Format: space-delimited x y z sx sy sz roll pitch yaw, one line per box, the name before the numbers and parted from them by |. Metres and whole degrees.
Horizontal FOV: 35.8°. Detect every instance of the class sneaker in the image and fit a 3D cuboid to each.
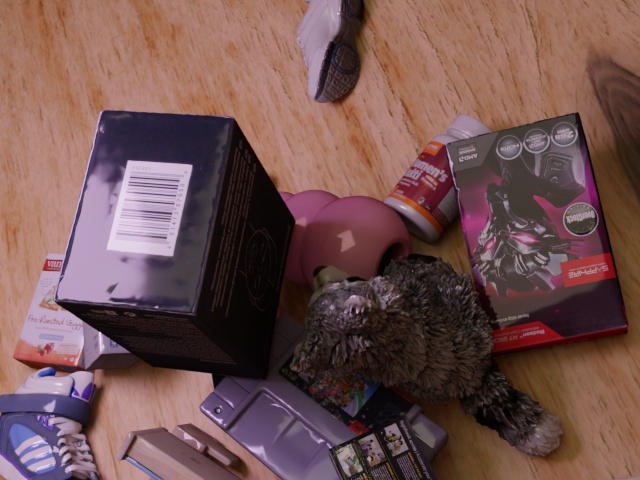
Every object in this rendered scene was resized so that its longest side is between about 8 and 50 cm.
sneaker | -0.469 0.361 1.837 0.323 0.130 0.236 23 79 35
sneaker | 0.011 -0.407 2.066 0.129 0.111 0.297 -10 57 34

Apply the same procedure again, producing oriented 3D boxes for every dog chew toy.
dog chew toy | 0.000 0.000 1.802 0.332 0.206 0.206 20 74 36

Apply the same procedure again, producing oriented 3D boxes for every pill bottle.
pill bottle | 0.225 -0.115 1.811 0.121 0.121 0.221 33 80 31

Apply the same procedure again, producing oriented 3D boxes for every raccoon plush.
raccoon plush | 0.172 0.184 1.494 0.446 0.299 0.216 32 112 14

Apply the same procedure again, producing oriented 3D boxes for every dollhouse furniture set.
dollhouse furniture set | -0.263 0.491 1.648 0.198 0.286 0.303 30 91 17

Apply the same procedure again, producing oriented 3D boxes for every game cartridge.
game cartridge | 0.003 0.293 1.609 0.355 0.068 0.230 34 76 25

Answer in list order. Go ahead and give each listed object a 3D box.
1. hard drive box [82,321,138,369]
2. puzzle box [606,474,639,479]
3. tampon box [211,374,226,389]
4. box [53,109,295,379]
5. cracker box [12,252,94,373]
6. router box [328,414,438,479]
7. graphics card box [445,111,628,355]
hard drive box | -0.393 0.115 1.869 0.089 0.181 0.232 -1 75 -23
puzzle box | 0.472 0.486 1.457 0.409 0.052 0.272 -15 61 14
tampon box | -0.123 0.254 1.762 0.101 0.120 0.161 -19 60 11
box | -0.201 0.021 1.517 0.212 0.395 0.293 5 70 14
cracker box | -0.505 0.145 1.996 0.156 0.067 0.232 3 66 22
router box | 0.108 0.372 1.496 0.133 0.046 0.179 -23 67 -7
graphics card box | 0.359 -0.008 1.659 0.233 0.094 0.370 -12 79 15
